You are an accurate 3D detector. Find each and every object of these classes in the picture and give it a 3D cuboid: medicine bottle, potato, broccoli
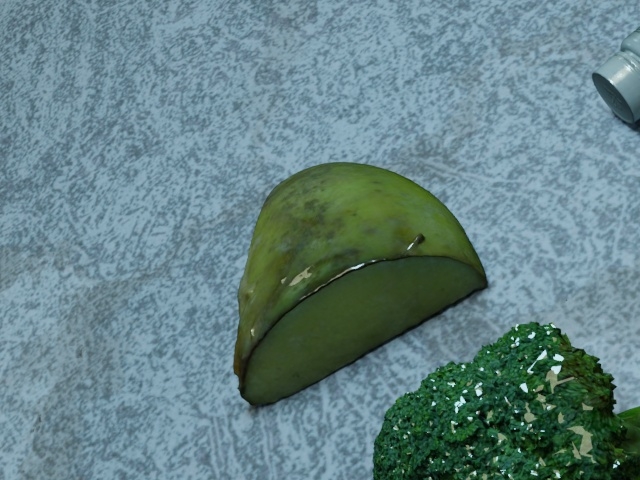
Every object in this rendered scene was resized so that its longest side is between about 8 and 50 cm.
[{"bbox_3d":[0.340,-0.181,1.469,0.130,0.080,0.080,-37,40,-4],"label":"medicine bottle"},{"bbox_3d":[0.000,0.000,1.506,0.269,0.112,0.255,-28,39,5],"label":"potato"},{"bbox_3d":[0.172,0.203,1.092,0.275,0.308,0.308,-23,34,-25],"label":"broccoli"}]
